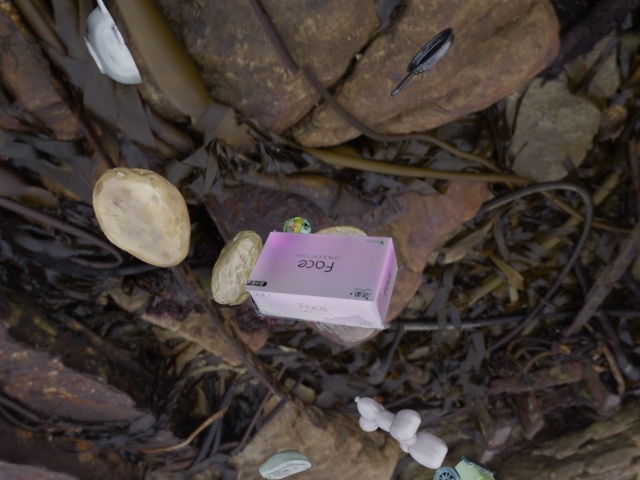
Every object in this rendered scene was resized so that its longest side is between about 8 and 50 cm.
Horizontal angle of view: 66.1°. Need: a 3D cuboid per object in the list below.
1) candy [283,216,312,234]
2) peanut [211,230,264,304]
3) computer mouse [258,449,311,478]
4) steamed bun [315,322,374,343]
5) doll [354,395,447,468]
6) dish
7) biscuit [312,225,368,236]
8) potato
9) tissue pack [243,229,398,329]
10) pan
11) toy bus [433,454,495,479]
[{"bbox_3d":[0.000,0.000,1.723,0.305,0.083,0.091,25,138,-34],"label":"candy"},{"bbox_3d":[-0.206,0.076,1.261,0.110,0.197,0.233,21,167,10],"label":"peanut"},{"bbox_3d":[-0.104,0.635,1.400,0.181,0.056,0.089,-36,126,29],"label":"computer mouse"},{"bbox_3d":[0.034,0.172,1.168,0.175,0.106,0.145,7,152,43],"label":"steamed bun"},{"bbox_3d":[0.138,0.349,0.921,0.161,0.059,0.160,48,151,-21],"label":"doll"},{"bbox_3d":[-0.553,-0.500,1.265,0.086,0.228,0.236,-28,173,-14],"label":"dish"},{"bbox_3d":[0.049,0.029,1.482,0.219,0.033,0.220,-3,141,-3],"label":"biscuit"},{"bbox_3d":[-0.328,-0.048,0.941,0.161,0.128,0.235,-34,132,14],"label":"potato"},{"bbox_3d":[0.004,0.066,0.898,0.246,0.149,0.093,2,138,22],"label":"tissue pack"},{"bbox_3d":[0.232,-0.404,1.141,0.028,0.136,0.235,44,68,-18],"label":"pan"},{"bbox_3d":[0.236,0.553,0.907,0.276,0.165,0.133,-48,132,3],"label":"toy bus"}]
